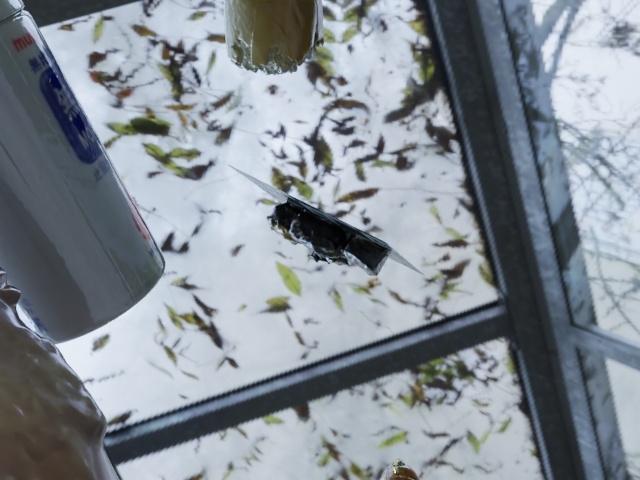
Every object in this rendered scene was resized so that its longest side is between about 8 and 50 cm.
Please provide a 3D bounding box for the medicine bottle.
[{"bbox_3d":[-0.246,-0.094,0.660,0.130,0.130,0.340,-34,-66,-20],"label":"medicine bottle"}]

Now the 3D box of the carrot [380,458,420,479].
[{"bbox_3d":[0.105,0.405,1.121,0.062,0.066,0.271,34,-135,-45],"label":"carrot"}]

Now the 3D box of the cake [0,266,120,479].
[{"bbox_3d":[-0.277,0.179,0.491,0.309,0.237,0.230,-50,-18,26],"label":"cake"}]

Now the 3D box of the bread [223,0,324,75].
[{"bbox_3d":[-0.036,-0.208,0.814,0.125,0.082,0.106,-56,-24,-60],"label":"bread"}]

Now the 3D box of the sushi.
[{"bbox_3d":[0.000,0.000,1.067,0.050,0.215,0.192,-62,-24,-3],"label":"sushi"}]
